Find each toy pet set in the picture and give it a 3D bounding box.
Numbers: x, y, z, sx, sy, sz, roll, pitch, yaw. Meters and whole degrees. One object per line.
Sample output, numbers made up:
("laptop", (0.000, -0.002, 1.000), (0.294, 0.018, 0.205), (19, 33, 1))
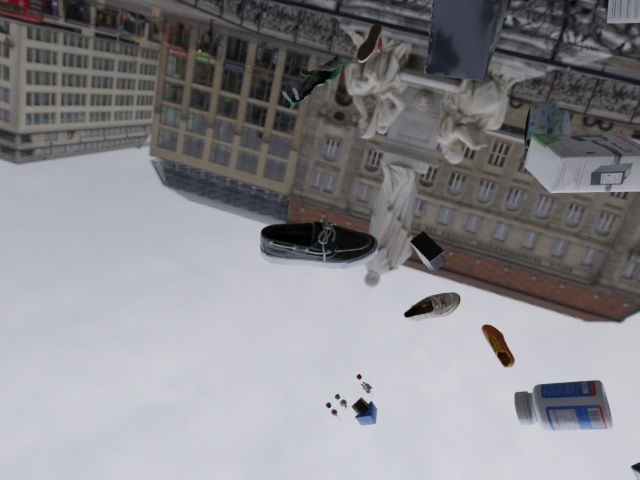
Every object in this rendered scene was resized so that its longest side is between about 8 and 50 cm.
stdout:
("toy pet set", (0.096, 0.431, 1.176), (0.122, 0.114, 0.065), (-40, -147, -15))

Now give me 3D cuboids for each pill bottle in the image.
("pill bottle", (0.653, 0.450, 1.237), (0.221, 0.124, 0.124), (-15, -177, 32))

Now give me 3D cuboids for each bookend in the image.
("bookend", (0.457, 0.068, 1.845), (0.156, 0.072, 0.157), (50, -176, -36))

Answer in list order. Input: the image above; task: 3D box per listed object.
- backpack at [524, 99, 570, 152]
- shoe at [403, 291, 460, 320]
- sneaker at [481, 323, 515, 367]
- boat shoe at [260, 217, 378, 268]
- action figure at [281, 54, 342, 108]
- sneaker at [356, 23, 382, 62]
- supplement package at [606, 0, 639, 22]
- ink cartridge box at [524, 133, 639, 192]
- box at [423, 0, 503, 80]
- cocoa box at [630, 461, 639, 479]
("backpack", (0.806, -0.404, 1.620), (0.144, 0.188, 0.166), (-5, 170, 38))
("shoe", (0.383, 0.233, 1.576), (0.058, 0.219, 0.077), (18, -126, -38))
("sneaker", (0.656, 0.385, 1.681), (0.067, 0.064, 0.175), (12, -139, -53))
("boat shoe", (0.000, -0.003, 1.158), (0.306, 0.105, 0.113), (4, -129, -1))
("action figure", (-0.009, -0.473, 1.319), (0.137, 0.063, 0.232), (5, -136, 48))
("sneaker", (0.139, -0.528, 1.260), (0.042, 0.118, 0.067), (26, 170, 16))
("supplement package", (0.889, -0.658, 1.116), (0.199, 0.198, 0.263), (-11, -155, -1))
("ink cartridge box", (0.774, -0.229, 1.322), (0.272, 0.115, 0.198), (-1, -149, 0))
("box", (0.433, -0.683, 1.286), (0.178, 0.313, 0.343), (16, -129, 17))
("cocoa box", (0.776, 0.442, 0.743), (0.347, 0.231, 0.228), (-23, 170, -1))
